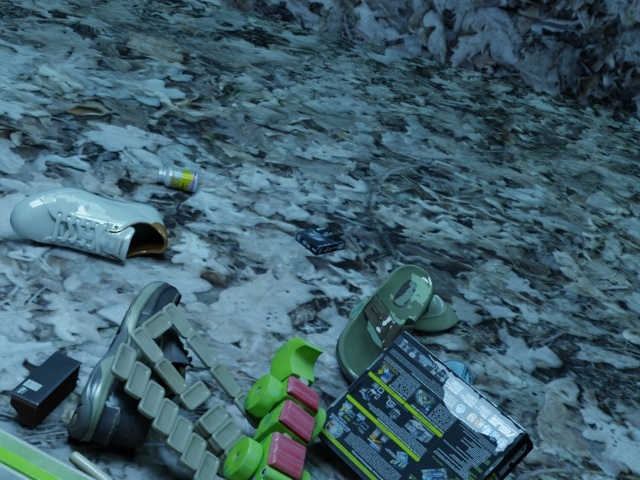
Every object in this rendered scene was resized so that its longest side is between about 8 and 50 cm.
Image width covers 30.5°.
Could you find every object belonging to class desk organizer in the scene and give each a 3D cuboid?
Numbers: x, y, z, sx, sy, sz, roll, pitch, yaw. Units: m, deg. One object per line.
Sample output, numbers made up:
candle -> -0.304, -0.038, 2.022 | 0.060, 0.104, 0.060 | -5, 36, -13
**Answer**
desk organizer -> -0.408, 0.221, 1.736 | 0.047, 0.050, 0.130 | 22, 28, 10

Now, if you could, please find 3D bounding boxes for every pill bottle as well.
pill bottle -> -0.299, -0.130, 2.457 | 0.083, 0.043, 0.043 | 11, 28, -10

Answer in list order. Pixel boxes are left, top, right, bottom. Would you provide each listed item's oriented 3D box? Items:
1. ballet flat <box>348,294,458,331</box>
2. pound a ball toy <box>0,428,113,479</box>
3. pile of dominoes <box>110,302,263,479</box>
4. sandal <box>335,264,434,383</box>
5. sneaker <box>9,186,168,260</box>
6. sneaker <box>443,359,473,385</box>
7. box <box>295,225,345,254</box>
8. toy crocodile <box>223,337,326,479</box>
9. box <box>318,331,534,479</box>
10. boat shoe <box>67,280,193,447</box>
ballet flat -> 0.169, 0.128, 2.207 | 0.248, 0.086, 0.086 | -3, 33, -34
pound a ball toy -> -0.355, 0.346, 1.487 | 0.319, 0.135, 0.208 | 25, 3, 14
pile of dominoes -> -0.202, 0.232, 1.718 | 0.251, 0.040, 0.196 | 51, 33, 1
sandal -> 0.120, 0.140, 2.067 | 0.120, 0.086, 0.302 | 31, 52, -1
sneaker -> -0.410, -0.024, 2.129 | 0.290, 0.106, 0.123 | 2, 28, -30
sneaker -> 0.189, 0.244, 1.954 | 0.104, 0.125, 0.262 | 32, 31, 24
box -> 0.000, 0.000, 2.415 | 0.083, 0.018, 0.067 | -12, 40, -43
toy crocodile -> -0.053, 0.285, 1.705 | 0.115, 0.105, 0.340 | 36, 35, -16
box -> 0.149, 0.295, 1.766 | 0.270, 0.216, 0.060 | 38, -10, 36
boat shoe -> -0.270, 0.199, 1.803 | 0.130, 0.132, 0.355 | 26, 36, -4
